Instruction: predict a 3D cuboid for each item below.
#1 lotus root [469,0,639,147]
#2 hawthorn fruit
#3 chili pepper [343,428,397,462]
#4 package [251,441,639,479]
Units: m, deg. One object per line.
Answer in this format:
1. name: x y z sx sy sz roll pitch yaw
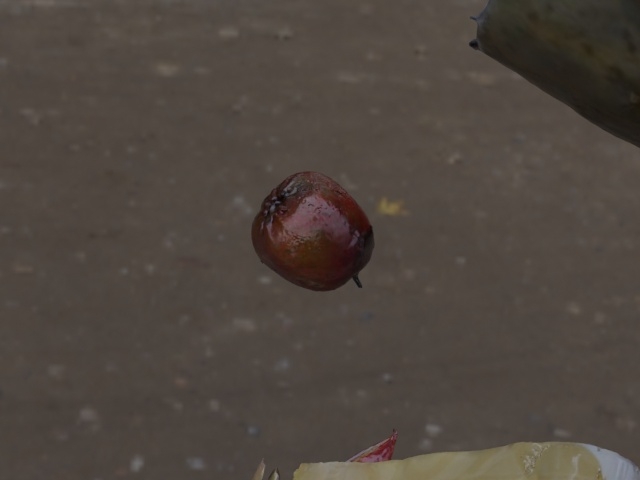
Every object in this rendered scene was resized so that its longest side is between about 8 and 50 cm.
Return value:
1. lotus root: 0.184 -0.139 0.508 0.192 0.272 0.272 34 37 22
2. hawthorn fruit: -0.003 -0.004 0.976 0.077 0.077 0.077 5 28 -3
3. chili pepper: -0.029 0.243 1.298 0.268 0.050 0.059 -33 13 -26
4. package: -0.006 0.233 0.604 0.165 0.221 0.311 20 57 9
